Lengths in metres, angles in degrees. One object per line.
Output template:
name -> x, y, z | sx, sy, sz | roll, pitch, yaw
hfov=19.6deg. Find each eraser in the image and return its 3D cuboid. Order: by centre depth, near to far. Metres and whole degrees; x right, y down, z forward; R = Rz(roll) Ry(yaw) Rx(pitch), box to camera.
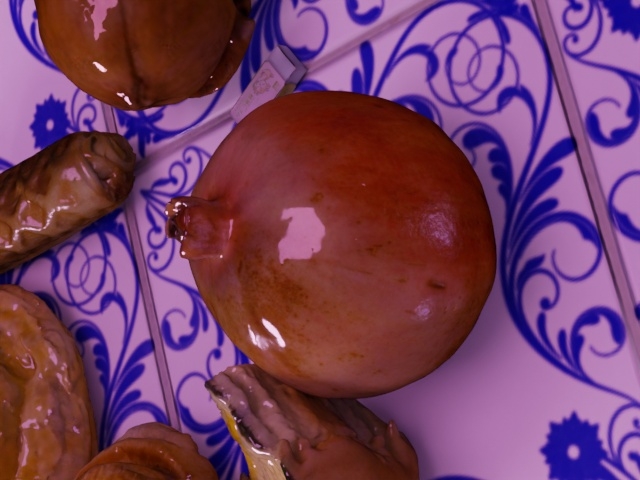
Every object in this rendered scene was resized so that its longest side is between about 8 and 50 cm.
eraser -> -0.048, -0.136, 1.699 | 0.083, 0.019, 0.038 | -52, 54, 23

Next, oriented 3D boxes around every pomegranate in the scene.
pomegranate -> 0.000, 0.000, 1.483 | 0.229, 0.270, 0.252 | -57, 47, 30

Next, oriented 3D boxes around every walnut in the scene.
walnut -> -0.172, -0.277, 1.702 | 0.209, 0.209, 0.336 | -27, 68, 35

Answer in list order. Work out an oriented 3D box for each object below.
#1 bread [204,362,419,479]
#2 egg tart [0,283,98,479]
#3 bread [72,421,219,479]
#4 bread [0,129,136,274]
bread -> 0.010, 0.194, 1.549 | 0.133, 0.251, 0.174 | -35, 51, -17
egg tart -> -0.353, 0.197, 1.855 | 0.319, 0.128, 0.319 | -5, 83, 42
bread -> -0.156, 0.291, 1.681 | 0.198, 0.120, 0.236 | -46, 58, 30
bread -> -0.286, -0.033, 1.840 | 0.269, 0.098, 0.087 | -26, 78, 35
